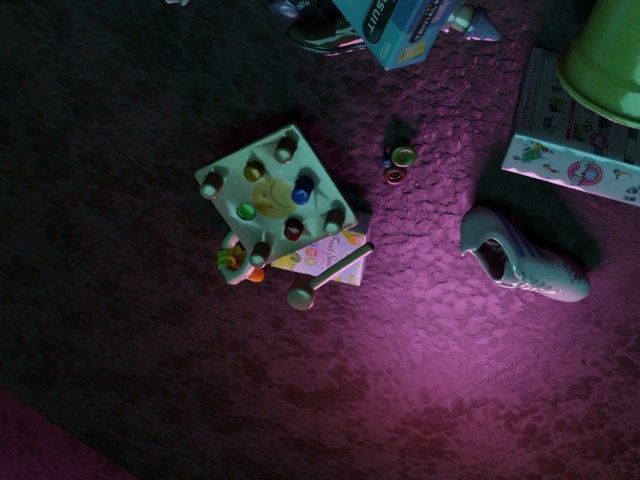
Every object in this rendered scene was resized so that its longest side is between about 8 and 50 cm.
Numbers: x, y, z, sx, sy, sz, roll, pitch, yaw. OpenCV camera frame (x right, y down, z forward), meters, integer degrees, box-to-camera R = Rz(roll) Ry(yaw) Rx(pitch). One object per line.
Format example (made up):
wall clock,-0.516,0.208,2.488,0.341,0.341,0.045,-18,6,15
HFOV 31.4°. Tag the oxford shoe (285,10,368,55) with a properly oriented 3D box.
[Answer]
oxford shoe,0.048,-0.382,2.005,0.227,0.083,0.096,-3,135,6

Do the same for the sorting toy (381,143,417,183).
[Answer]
sorting toy,0.150,-0.160,2.256,0.061,0.042,0.102,11,131,-16

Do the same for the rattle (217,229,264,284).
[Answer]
rattle,-0.129,0.015,2.542,0.142,0.130,0.200,27,115,-26

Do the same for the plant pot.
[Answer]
plant pot,0.528,-0.345,1.744,0.276,0.276,0.254,14,129,5

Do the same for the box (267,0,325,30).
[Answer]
box,-0.043,-0.417,2.043,0.083,0.018,0.067,-17,130,35

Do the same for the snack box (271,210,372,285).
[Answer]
snack box,0.000,0.000,2.469,0.207,0.070,0.175,11,139,7

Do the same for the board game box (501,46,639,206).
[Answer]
board game box,0.482,-0.190,1.941,0.303,0.224,0.098,16,143,4

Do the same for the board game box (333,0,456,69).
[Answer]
board game box,0.070,-0.446,1.570,0.336,0.079,0.254,56,144,22

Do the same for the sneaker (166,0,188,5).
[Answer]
sneaker,-0.229,-0.469,1.889,0.099,0.121,0.262,18,171,4

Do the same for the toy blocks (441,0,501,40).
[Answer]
toy blocks,0.284,-0.467,1.651,0.260,0.289,0.309,28,138,-1

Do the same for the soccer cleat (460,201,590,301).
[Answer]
soccer cleat,0.409,0.060,2.320,0.331,0.143,0.116,33,139,-17

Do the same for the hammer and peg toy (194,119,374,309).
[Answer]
hammer and peg toy,-0.054,-0.052,2.315,0.265,0.127,0.361,-25,113,25
